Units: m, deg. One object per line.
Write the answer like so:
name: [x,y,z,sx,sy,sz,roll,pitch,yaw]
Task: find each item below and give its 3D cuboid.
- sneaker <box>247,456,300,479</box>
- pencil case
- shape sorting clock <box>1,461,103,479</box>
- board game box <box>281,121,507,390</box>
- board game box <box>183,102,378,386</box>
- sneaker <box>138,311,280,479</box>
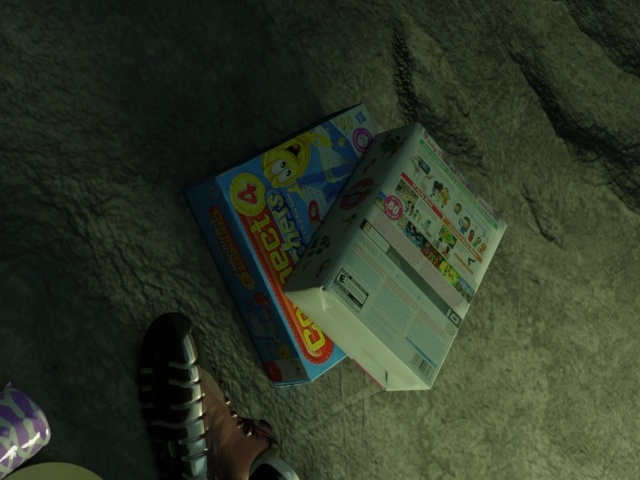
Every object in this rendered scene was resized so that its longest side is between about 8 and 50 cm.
sneaker: [-0.091,0.365,1.298,0.079,0.217,0.121,36,46,22]
pencil case: [-0.394,0.241,1.157,0.206,0.088,0.086,-33,141,-38]
shape sorting clock: [-0.316,0.356,1.217,0.206,0.040,0.206,-3,95,-37]
board game box: [0.113,0.022,1.485,0.224,0.097,0.303,46,57,-24]
board game box: [0.000,0.000,1.517,0.302,0.086,0.308,-32,101,-39]
sneaker: [-0.134,0.220,1.365,0.162,0.106,0.282,-11,98,-45]
